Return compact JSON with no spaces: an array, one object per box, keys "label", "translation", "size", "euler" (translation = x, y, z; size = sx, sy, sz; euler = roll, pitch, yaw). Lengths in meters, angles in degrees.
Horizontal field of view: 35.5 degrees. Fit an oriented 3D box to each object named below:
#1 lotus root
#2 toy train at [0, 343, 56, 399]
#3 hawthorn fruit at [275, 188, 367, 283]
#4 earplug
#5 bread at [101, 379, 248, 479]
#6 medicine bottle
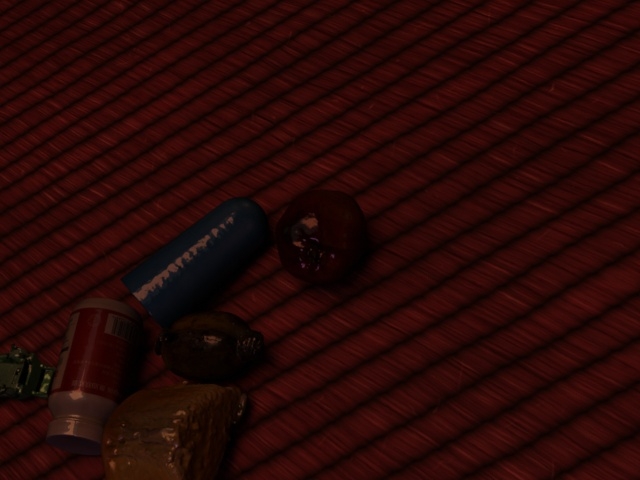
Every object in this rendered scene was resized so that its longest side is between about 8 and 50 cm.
[{"label":"lotus root","translation":[-0.182,0.177,1.673],"size":[0.209,0.120,0.120],"euler":[-2,59,27]},{"label":"toy train","translation":[-0.567,0.250,1.827],"size":[0.149,0.081,0.099],"euler":[-7,58,27]},{"label":"hawthorn fruit","translation":[0.000,0.000,1.657],"size":[0.157,0.157,0.194],"euler":[-19,15,12]},{"label":"earplug","translation":[-0.207,0.030,1.773],"size":[0.273,0.132,0.132],"euler":[-41,52,-9]},{"label":"bread","translation":[-0.254,0.326,1.585],"size":[0.204,0.163,0.262],"euler":[-9,47,32]},{"label":"medicine bottle","translation":[-0.390,0.232,1.720],"size":[0.131,0.131,0.250],"euler":[-4,58,22]}]
